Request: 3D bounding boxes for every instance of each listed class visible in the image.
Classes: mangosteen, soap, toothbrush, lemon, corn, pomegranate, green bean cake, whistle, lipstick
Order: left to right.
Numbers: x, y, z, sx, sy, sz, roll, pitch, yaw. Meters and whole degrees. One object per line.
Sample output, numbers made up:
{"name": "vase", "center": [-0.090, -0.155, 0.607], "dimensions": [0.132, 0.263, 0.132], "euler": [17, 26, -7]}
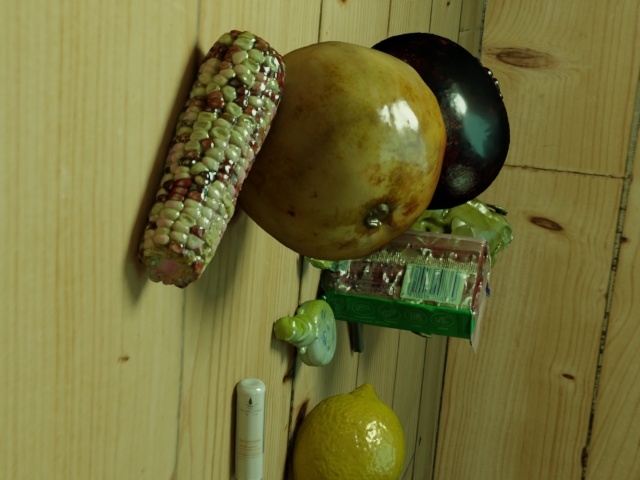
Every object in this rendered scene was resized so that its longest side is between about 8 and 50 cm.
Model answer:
{"name": "corn", "center": [-0.107, -0.087, 1.068], "dimensions": [0.092, 0.092, 0.280], "euler": [72, 32, -60]}
{"name": "lipstick", "center": [-0.094, 0.252, 1.410], "dimensions": [0.040, 0.040, 0.141], "euler": [-47, 141, -67]}
{"name": "whistle", "center": [-0.027, 0.139, 1.608], "dimensions": [0.198, 0.057, 0.104], "euler": [17, 71, -69]}
{"name": "pomegranate", "center": [0.006, -0.112, 1.228], "dimensions": [0.229, 0.270, 0.252], "euler": [16, 116, -40]}
{"name": "lemon", "center": [0.044, 0.348, 1.727], "dimensions": [0.187, 0.187, 0.244], "euler": [56, 48, -70]}
{"name": "toothbrush", "center": [0.062, 0.125, 1.990], "dimensions": [0.297, 0.030, 0.030], "euler": [82, 6, -51]}
{"name": "soap", "center": [0.142, 0.067, 1.767], "dimensions": [0.098, 0.273, 0.218], "euler": [79, 22, -48]}
{"name": "mangosteen", "center": [0.150, -0.170, 1.704], "dimensions": [0.313, 0.297, 0.297], "euler": [-52, 177, 21]}
{"name": "green bean cake", "center": [0.197, 0.014, 2.080], "dimensions": [0.310, 0.285, 0.202], "euler": [-59, -170, 1]}

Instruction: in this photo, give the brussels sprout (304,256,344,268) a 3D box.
{"name": "brussels sprout", "center": [0.000, 0.000, 1.624], "dimensions": [0.085, 0.058, 0.085], "euler": [-12, 109, -40]}
